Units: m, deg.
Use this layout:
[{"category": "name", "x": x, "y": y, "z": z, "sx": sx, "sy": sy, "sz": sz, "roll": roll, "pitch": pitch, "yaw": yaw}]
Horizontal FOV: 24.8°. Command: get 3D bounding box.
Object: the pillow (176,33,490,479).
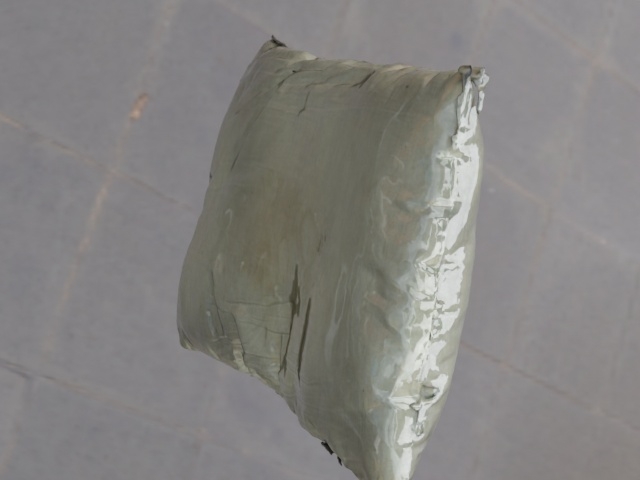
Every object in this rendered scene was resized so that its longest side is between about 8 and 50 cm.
[{"category": "pillow", "x": 0.000, "y": 0.000, "z": 0.552, "sx": 0.050, "sy": 0.230, "sz": 0.148, "roll": 2, "pitch": 99, "yaw": -22}]
